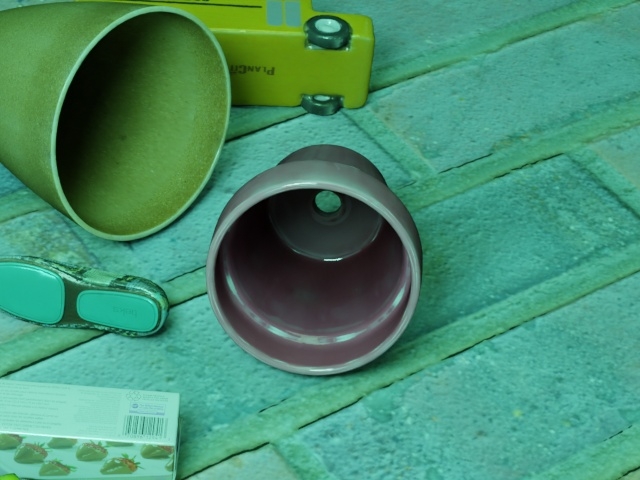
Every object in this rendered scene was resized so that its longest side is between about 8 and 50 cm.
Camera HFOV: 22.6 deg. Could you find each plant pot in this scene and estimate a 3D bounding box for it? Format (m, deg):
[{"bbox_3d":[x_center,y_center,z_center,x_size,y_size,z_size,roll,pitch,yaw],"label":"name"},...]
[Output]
[{"bbox_3d":[-0.262,-0.149,1.643,0.254,0.237,0.237,22,42,38],"label":"plant pot"},{"bbox_3d":[0.000,0.000,1.529,0.201,0.201,0.180,9,26,1],"label":"plant pot"}]

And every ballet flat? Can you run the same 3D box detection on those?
[{"bbox_3d":[-0.234,0.051,1.532,0.188,0.070,0.070,15,42,5],"label":"ballet flat"}]

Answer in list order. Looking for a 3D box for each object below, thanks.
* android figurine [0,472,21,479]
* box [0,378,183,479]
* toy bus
[{"bbox_3d":[-0.210,0.282,1.224,0.248,0.056,0.273,1,32,-47],"label":"android figurine"},{"bbox_3d":[-0.283,0.162,1.389,0.324,0.063,0.067,4,41,-4],"label":"box"},{"bbox_3d":[-0.110,-0.225,1.810,0.333,0.108,0.130,1,41,-6],"label":"toy bus"}]
